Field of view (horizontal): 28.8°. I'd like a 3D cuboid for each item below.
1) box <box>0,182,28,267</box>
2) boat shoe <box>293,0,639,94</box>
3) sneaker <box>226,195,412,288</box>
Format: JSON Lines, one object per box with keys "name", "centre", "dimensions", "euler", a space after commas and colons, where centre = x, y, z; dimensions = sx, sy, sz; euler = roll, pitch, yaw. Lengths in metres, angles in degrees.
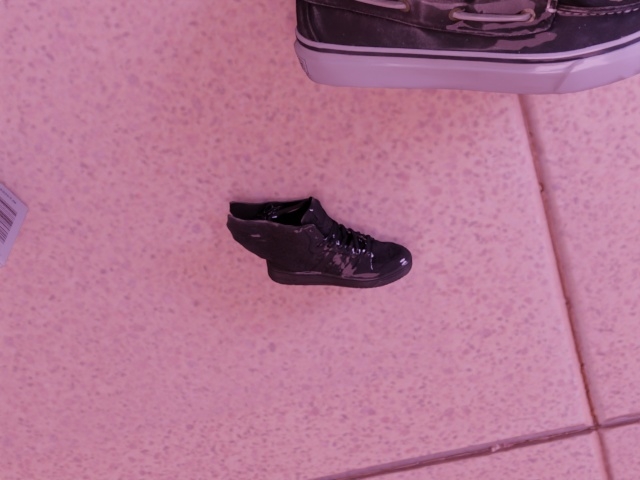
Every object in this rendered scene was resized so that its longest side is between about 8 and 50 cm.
{"name": "box", "centre": [-0.342, -0.015, 1.143], "dimensions": [0.087, 0.101, 0.102], "euler": [-34, 116, 22]}
{"name": "boat shoe", "centre": [0.139, -0.193, 1.003], "dimensions": [0.335, 0.121, 0.119], "euler": [-4, 129, 6]}
{"name": "sneaker", "centre": [0.000, -0.002, 1.179], "dimensions": [0.170, 0.051, 0.089], "euler": [-2, 129, 6]}
